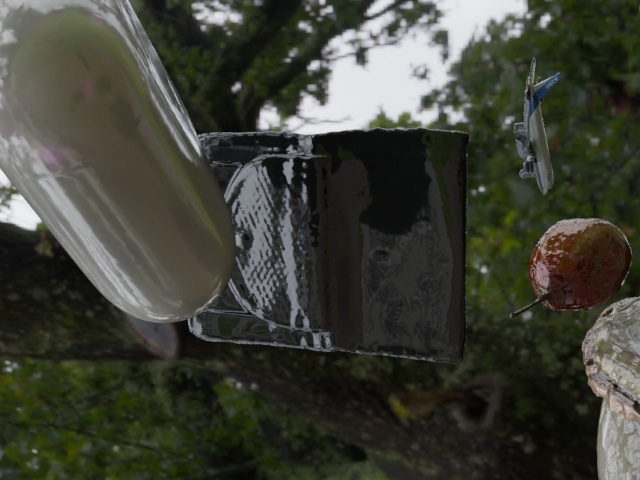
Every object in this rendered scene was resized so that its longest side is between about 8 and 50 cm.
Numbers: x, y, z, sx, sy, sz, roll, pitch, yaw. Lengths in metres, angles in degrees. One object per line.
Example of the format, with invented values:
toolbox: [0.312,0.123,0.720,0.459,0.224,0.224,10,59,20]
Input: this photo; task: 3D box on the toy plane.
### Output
toy plane: [0.122,-0.060,0.660,0.078,0.024,0.084,-70,-19,-46]

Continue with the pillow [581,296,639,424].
pillow: [0.202,0.005,0.456,0.211,0.135,0.034,-43,-62,-7]

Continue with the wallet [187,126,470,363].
wallet: [0.000,0.000,1.242,0.041,0.323,0.247,-27,-62,-68]

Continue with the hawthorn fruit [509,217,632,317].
hawthorn fruit: [0.168,0.028,0.797,0.103,0.067,0.066,-45,-54,-31]

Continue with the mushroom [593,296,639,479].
mushroom: [0.345,0.188,1.211,0.350,0.128,0.128,-81,-28,-57]

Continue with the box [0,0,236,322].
box: [-0.192,-0.106,0.973,0.141,0.288,0.349,-25,-38,0]
